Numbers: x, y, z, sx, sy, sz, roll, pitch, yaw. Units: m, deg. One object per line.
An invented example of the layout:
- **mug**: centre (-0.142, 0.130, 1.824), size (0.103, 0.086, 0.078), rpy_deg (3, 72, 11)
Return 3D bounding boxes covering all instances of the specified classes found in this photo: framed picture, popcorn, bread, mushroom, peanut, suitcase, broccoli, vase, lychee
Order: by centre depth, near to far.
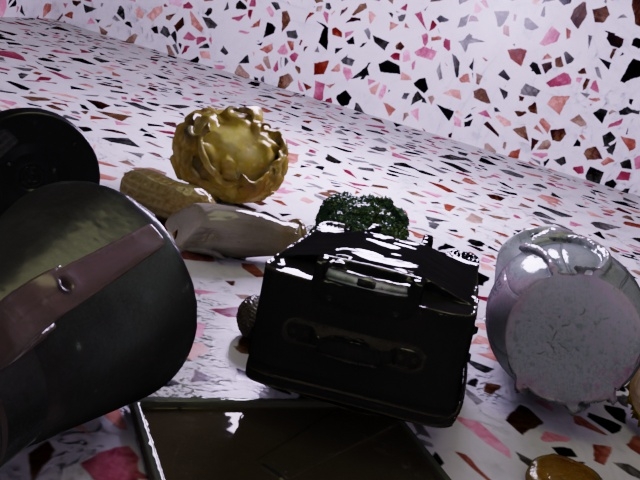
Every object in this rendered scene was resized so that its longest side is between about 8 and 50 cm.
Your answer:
- **framed picture**: centre (-0.024, 0.242, 0.899), size (0.335, 0.022, 0.247), rpy_deg (6, 19, -25)
- **bread**: centre (0.298, 0.294, 0.992), size (0.110, 0.024, 0.110), rpy_deg (13, 17, -4)
- **suitcase**: centre (0.068, 0.094, 1.094), size (0.283, 0.194, 0.434), rpy_deg (13, 9, 9)
- **lychee**: centre (-0.087, 0.111, 1.180), size (0.067, 0.068, 0.083), rpy_deg (-25, 16, 15)
- **vase**: centre (0.377, 0.096, 1.319), size (0.249, 0.250, 0.445), rpy_deg (17, 12, 7)
- **mushroom**: centre (-0.144, -0.013, 1.453), size (0.246, 0.108, 0.096), rpy_deg (6, 58, -20)
- **broccoli**: centre (0.070, -0.004, 1.497), size (0.195, 0.195, 0.156), rpy_deg (17, -2, 8)
- **peanut**: centre (-0.285, -0.076, 1.553), size (0.194, 0.083, 0.093), rpy_deg (20, -17, 1)
- **popcorn**: centre (-0.185, -0.182, 1.732), size (0.250, 0.190, 0.250), rpy_deg (17, 48, -20)

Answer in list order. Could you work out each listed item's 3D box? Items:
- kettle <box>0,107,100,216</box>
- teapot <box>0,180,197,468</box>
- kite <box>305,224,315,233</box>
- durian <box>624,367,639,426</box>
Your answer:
- **kettle**: centre (-0.508, -0.111, 1.369), size (0.207, 0.251, 0.271), rpy_deg (40, -5, -30)
- **teapot**: centre (-0.271, 0.088, 0.776), size (0.253, 0.300, 0.344), rpy_deg (50, 27, -4)
- **kite**: centre (0.000, 0.000, 1.665), size (0.198, 0.006, 0.244), rpy_deg (15, 18, -1)
- **durian**: centre (0.531, 0.229, 1.204), size (0.165, 0.132, 0.182), rpy_deg (-17, 45, -39)
